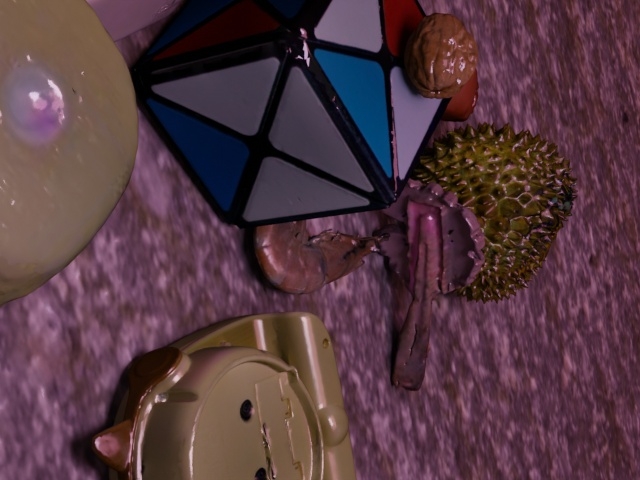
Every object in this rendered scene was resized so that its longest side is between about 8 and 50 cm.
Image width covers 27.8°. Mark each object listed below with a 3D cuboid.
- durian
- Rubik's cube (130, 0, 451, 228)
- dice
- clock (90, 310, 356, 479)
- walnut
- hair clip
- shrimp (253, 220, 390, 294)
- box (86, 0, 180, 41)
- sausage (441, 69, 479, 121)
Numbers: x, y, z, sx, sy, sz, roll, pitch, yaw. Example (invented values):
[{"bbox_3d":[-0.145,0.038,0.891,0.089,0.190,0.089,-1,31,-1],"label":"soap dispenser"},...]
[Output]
[{"bbox_3d":[0.254,-0.051,1.867,0.291,0.225,0.291,16,72,-58],"label":"durian"},{"bbox_3d":[-0.024,-0.184,1.488,0.250,0.246,0.248,56,44,-32],"label":"Rubik's cube"},{"bbox_3d":[-0.321,-0.093,1.064,0.254,0.250,0.252,57,44,-32],"label":"dice"},{"bbox_3d":[-0.103,0.242,1.421,0.348,0.117,0.286,-15,96,-54],"label":"clock"},{"bbox_3d":[0.134,-0.206,1.437,0.079,0.083,0.096,74,24,-64],"label":"walnut"},{"bbox_3d":[0.140,0.058,1.768,0.069,0.173,0.300,-24,125,-53],"label":"hair clip"},{"bbox_3d":[-0.007,-0.015,1.650,0.254,0.059,0.145,-26,97,-49],"label":"shrimp"},{"bbox_3d":[-0.215,-0.244,1.335,0.044,0.142,0.285,49,40,2],"label":"box"},{"bbox_3d":[0.122,-0.234,1.831,0.348,0.094,0.097,7,92,-55],"label":"sausage"}]
